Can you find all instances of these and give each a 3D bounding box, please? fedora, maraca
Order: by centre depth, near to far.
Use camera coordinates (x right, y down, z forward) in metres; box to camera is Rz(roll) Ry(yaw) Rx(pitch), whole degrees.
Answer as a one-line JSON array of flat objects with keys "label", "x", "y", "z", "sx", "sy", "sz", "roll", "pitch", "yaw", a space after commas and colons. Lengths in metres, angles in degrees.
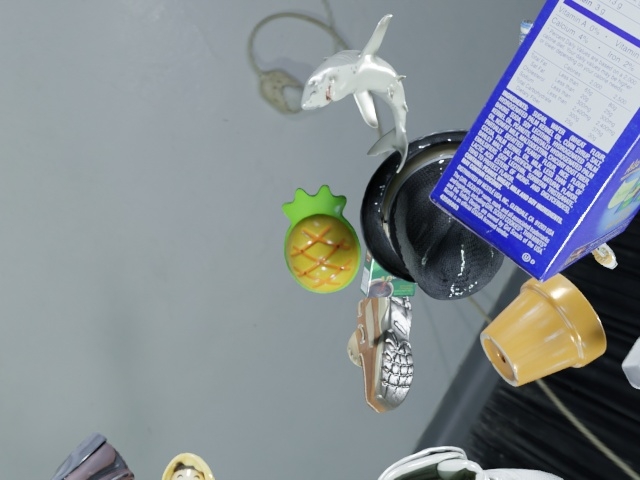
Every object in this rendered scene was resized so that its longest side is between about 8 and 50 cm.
[{"label": "maraca", "x": 0.000, "y": 0.000, "z": 1.416, "sx": 0.127, "sy": 0.099, "sz": 0.186, "roll": -8, "pitch": 108, "yaw": 3}, {"label": "fedora", "x": 0.224, "y": -0.017, "z": 1.453, "sx": 0.334, "sy": 0.152, "sz": 0.334, "roll": -4, "pitch": 130, "yaw": -5}]

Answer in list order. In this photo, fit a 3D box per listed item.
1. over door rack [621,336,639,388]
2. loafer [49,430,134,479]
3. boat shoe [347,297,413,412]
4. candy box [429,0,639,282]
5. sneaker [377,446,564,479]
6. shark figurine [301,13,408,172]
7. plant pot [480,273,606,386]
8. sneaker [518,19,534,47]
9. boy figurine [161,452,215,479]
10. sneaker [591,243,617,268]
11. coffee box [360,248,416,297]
[{"label": "over door rack", "x": 0.459, "y": 0.181, "z": 0.780, "sx": 0.239, "sy": 0.324, "sz": 0.108, "roll": -1, "pitch": 125, "yaw": -11}, {"label": "loafer", "x": -0.340, "y": 0.365, "z": 1.129, "sx": 0.095, "sy": 0.302, "sz": 0.109, "roll": 39, "pitch": 117, "yaw": -1}, {"label": "boat shoe", "x": 0.125, "y": 0.234, "z": 1.868, "sx": 0.120, "sy": 0.324, "sz": 0.122, "roll": -24, "pitch": 124, "yaw": 28}, {"label": "candy box", "x": 0.255, "y": -0.145, "z": 0.686, "sx": 0.268, "sy": 0.122, "sz": 0.317, "roll": -16, "pitch": 140, "yaw": -58}, {"label": "sneaker", "x": 0.191, "y": 0.311, "z": 1.024, "sx": 0.292, "sy": 0.169, "sz": 0.108, "roll": -3, "pitch": 60, "yaw": -12}, {"label": "shark figurine", "x": 0.056, "y": -0.217, "z": 1.207, "sx": 0.278, "sy": 0.116, "sz": 0.166, "roll": 27, "pitch": 87, "yaw": -57}, {"label": "plant pot", "x": 0.438, "y": 0.194, "z": 1.752, "sx": 0.188, "sy": 0.205, "sz": 0.205, "roll": -31, "pitch": 115, "yaw": -11}, {"label": "sneaker", "x": 0.363, "y": -0.331, "z": 1.433, "sx": 0.135, "sy": 0.052, "sz": 0.058, "roll": -8, "pitch": 118, "yaw": -51}, {"label": "boy figurine", "x": -0.194, "y": 0.437, "z": 1.211, "sx": 0.092, "sy": 0.177, "sz": 0.285, "roll": 69, "pitch": 27, "yaw": -51}, {"label": "sneaker", "x": 0.444, "y": 0.013, "z": 1.375, "sx": 0.032, "sy": 0.083, "sz": 0.037, "roll": -38, "pitch": 134, "yaw": 22}, {"label": "coffee box", "x": 0.148, "y": 0.026, "z": 1.739, "sx": 0.113, "sy": 0.040, "sz": 0.184, "roll": 1, "pitch": 113, "yaw": -19}]
